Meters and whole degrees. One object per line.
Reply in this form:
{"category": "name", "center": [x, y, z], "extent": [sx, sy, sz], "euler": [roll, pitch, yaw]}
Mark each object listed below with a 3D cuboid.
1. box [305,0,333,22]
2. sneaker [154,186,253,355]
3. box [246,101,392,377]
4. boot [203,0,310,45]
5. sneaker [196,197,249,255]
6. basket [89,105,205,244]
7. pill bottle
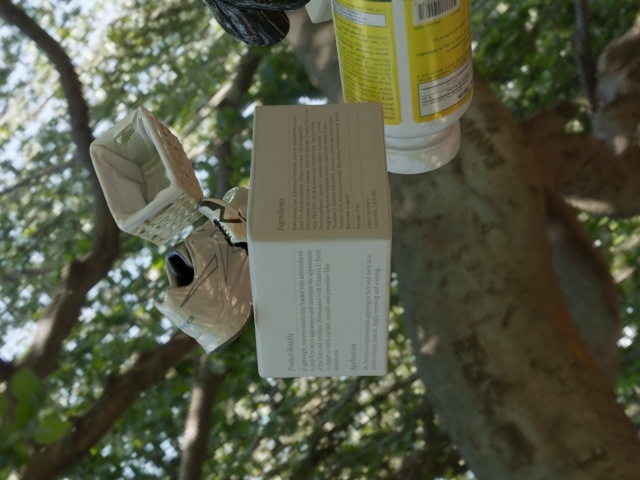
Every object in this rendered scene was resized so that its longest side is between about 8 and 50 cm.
{"category": "box", "center": [0.042, -0.485, 1.901], "extent": [0.275, 0.113, 0.094], "euler": [129, 121, -71]}
{"category": "sneaker", "center": [-0.148, 0.018, 1.558], "extent": [0.129, 0.111, 0.297], "euler": [35, -142, -22]}
{"category": "box", "center": [0.000, 0.000, 0.977], "extent": [0.181, 0.119, 0.182], "euler": [89, 180, -45]}
{"category": "boot", "center": [-0.082, -0.347, 1.555], "extent": [0.246, 0.094, 0.207], "euler": [20, 172, 26]}
{"category": "sneaker", "center": [-0.123, -0.019, 1.493], "extent": [0.109, 0.040, 0.044], "euler": [31, -113, -7]}
{"category": "basket", "center": [-0.248, -0.091, 1.603], "extent": [0.103, 0.113, 0.167], "euler": [34, -155, -56]}
{"category": "pill bottle", "center": [0.116, -0.266, 1.513], "extent": [0.188, 0.187, 0.334], "euler": [-103, 4, -51]}
